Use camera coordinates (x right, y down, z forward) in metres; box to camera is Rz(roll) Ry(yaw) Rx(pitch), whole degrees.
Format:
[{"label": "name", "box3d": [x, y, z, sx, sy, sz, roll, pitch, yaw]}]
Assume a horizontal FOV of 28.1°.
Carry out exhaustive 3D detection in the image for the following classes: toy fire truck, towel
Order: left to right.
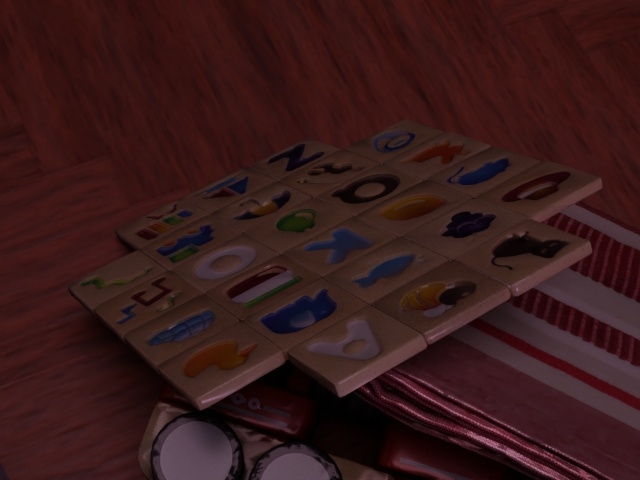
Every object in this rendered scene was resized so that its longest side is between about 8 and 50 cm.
[{"label": "toy fire truck", "box3d": [0.020, 0.087, 0.845, 0.217, 0.158, 0.246, 17, 71, 5]}, {"label": "towel", "box3d": [0.163, 0.058, 0.831, 0.237, 0.037, 0.329, 27, 30, 8]}]

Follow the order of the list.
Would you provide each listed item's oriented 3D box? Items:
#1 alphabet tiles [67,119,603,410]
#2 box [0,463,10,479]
[{"label": "alphabet tiles", "box3d": [0.000, 0.000, 0.825, 0.285, 0.011, 0.342, -27, 25, -20]}, {"label": "box", "box3d": [-0.194, 0.214, 0.740, 0.038, 0.145, 0.186, -12, 63, -9]}]
